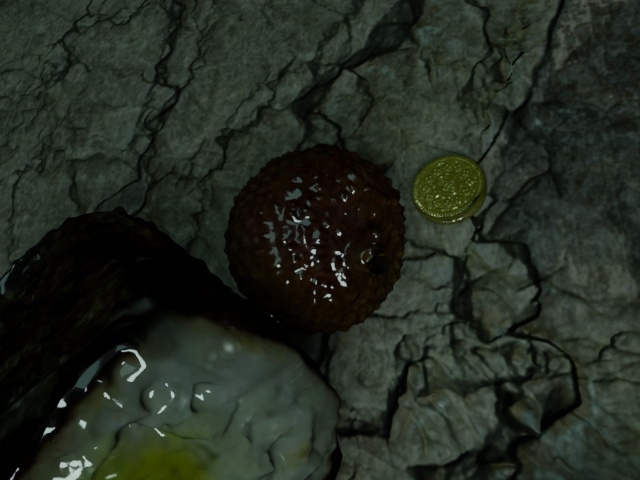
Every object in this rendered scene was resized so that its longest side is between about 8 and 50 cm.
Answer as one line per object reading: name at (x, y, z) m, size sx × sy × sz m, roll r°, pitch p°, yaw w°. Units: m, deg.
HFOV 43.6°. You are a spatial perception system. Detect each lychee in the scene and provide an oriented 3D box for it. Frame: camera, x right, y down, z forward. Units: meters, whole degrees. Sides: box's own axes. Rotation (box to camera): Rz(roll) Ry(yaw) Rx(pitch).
lychee at (0.000, 0.000, 0.815) m, size 0.200 × 0.200 × 0.238 m, roll -54°, pitch 33°, yaw -12°

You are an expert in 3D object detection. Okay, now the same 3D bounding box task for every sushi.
sushi at (-0.155, 0.152, 0.704) m, size 0.281 × 0.299 × 0.294 m, roll -36°, pitch 33°, yaw -18°

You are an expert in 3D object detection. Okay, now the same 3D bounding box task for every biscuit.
biscuit at (0.142, -0.056, 0.885) m, size 0.084 × 0.023 × 0.084 m, roll -11°, pitch 57°, yaw 18°
